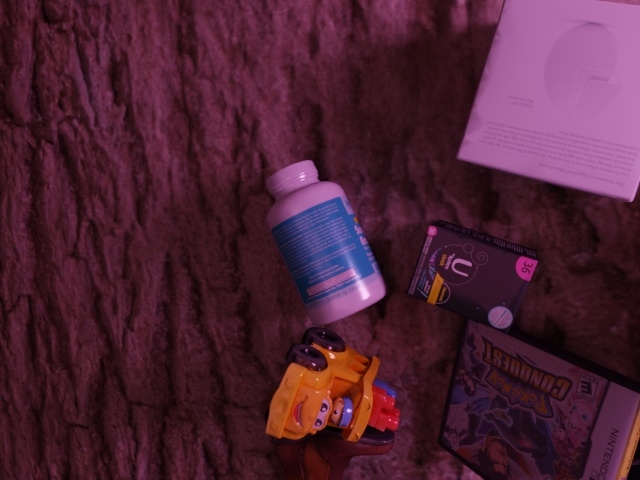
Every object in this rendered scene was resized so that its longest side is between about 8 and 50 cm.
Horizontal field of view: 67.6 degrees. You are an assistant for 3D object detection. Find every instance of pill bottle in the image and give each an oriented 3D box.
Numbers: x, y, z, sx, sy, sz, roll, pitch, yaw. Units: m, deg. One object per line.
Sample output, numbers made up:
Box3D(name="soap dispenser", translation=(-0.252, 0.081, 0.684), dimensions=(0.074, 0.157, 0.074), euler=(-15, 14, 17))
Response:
Box3D(name="pill bottle", translation=(0.000, 0.000, 0.822), dimensions=(0.146, 0.146, 0.263), euler=(-26, 87, 24))

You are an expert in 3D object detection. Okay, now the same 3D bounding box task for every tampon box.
Box3D(name="tampon box", translation=(0.238, 0.050, 0.752), dimensions=(0.161, 0.101, 0.120), euler=(20, 105, 19))

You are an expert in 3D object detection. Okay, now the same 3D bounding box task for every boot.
Box3D(name="boot", translation=(0.035, 0.469, 0.901), dimensions=(0.264, 0.096, 0.280), euler=(-10, 94, 24))

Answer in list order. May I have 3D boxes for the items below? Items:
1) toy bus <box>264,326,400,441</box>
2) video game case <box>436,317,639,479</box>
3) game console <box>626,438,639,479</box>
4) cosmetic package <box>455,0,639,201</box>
Box3D(name="toy bus", translation=(0.034, 0.266, 0.812), dimensions=(0.212, 0.220, 0.149), euler=(23, 101, 12))
Box3D(name="video game case", translation=(0.309, 0.270, 0.717), dimensions=(0.275, 0.035, 0.248), euler=(23, 108, 51))
Box3D(name="game console", translation=(0.485, 0.324, 0.735), dimensions=(0.122, 0.071, 0.107), euler=(-16, 61, 23))
Box3D(name="cosmetic package", translation=(0.335, -0.191, 0.658), dimensions=(0.224, 0.138, 0.224), euler=(19, 103, 19))
